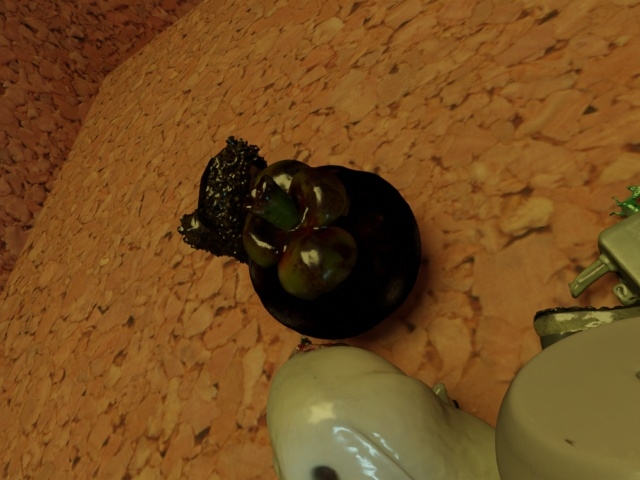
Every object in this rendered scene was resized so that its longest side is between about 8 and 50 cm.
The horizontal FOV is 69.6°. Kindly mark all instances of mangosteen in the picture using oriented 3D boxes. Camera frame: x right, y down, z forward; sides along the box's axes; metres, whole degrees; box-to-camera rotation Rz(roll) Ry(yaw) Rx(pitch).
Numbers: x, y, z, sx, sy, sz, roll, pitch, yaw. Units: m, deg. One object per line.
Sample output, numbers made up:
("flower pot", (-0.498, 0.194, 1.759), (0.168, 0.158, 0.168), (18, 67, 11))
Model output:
("mangosteen", (-0.001, 0.002, 0.671), (0.233, 0.288, 0.287), (-35, 40, 48))

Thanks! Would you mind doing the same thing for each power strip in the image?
("power strip", (0.406, -0.011, 0.489), (0.288, 0.053, 0.093), (-33, 51, 14))

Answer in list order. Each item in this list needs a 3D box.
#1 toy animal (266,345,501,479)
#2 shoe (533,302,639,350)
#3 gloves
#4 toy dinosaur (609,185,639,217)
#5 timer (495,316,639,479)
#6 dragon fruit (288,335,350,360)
("toy animal", (0.076, 0.216, 0.487), (0.249, 0.289, 0.174), (12, 67, 23))
("shoe", (0.328, 0.108, 0.481), (0.194, 0.074, 0.077), (-10, 67, 39))
("gloves", (-0.131, -0.045, 0.814), (0.135, 0.312, 0.210), (9, 57, 23))
("toy dinosaur", (0.389, -0.030, 0.553), (0.083, 0.021, 0.062), (35, 93, 32))
("timer", (0.289, 0.216, 0.340), (0.285, 0.285, 0.285), (-22, 50, 28))
("dragon fruit", (0.008, 0.189, 0.677), (0.147, 0.102, 0.096), (-42, 40, 16))
